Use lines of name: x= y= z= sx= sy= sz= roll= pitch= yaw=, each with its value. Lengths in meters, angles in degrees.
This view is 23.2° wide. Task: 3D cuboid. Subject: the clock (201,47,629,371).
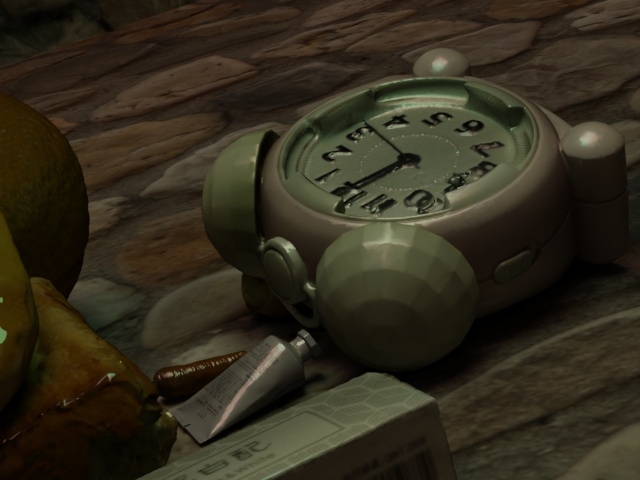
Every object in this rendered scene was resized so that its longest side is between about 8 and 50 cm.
clock: x=0.084 y=-0.031 z=1.487 sx=0.325 sy=0.184 sz=0.342 roll=-24 pitch=31 yaw=-27

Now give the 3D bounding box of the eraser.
eraser: x=-0.095 y=0.217 z=1.074 sx=0.404 sy=0.098 sz=0.096 roll=-22 pitch=20 yaw=-26

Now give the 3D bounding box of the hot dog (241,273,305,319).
hot dog: x=0.001 y=0.000 z=1.669 sx=0.083 sy=0.068 sz=0.289 roll=4 pitch=24 yaw=25

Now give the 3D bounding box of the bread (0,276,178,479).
bread: x=-0.237 y=0.153 z=1.278 sx=0.195 sy=0.149 sz=0.344 roll=-34 pitch=23 yaw=-11

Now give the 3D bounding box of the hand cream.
hand cream: x=-0.063 y=0.130 z=1.391 sx=0.142 sy=0.053 sz=0.084 roll=-35 pitch=24 yaw=-14

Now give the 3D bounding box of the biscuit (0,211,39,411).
biscuit: x=-0.427 y=0.062 z=1.174 sx=0.429 sy=0.104 sz=0.446 roll=-24 pitch=48 yaw=-28

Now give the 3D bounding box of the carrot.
carrot: x=-0.111 y=0.125 z=1.450 sx=0.093 sy=0.032 sz=0.032 roll=-14 pitch=18 yaw=-19

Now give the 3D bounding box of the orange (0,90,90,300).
orange: x=-0.405 y=-0.001 z=1.585 sx=0.322 sy=0.322 sz=0.357 roll=-6 pitch=25 yaw=21
